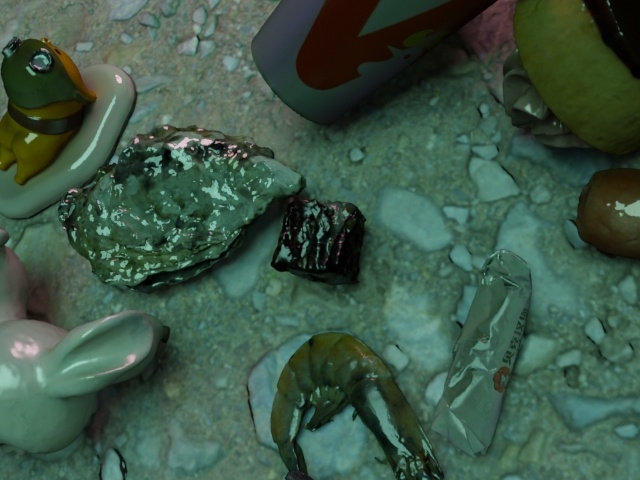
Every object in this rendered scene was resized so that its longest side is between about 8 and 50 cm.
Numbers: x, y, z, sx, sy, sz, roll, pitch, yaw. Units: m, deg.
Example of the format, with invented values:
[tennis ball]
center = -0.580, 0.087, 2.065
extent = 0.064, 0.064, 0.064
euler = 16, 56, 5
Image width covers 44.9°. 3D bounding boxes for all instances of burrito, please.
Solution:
[burrito]
center = 0.160, 0.106, 0.754
extent = 0.064, 0.064, 0.203
euler = 14, 79, 23

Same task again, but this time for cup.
[cup]
center = 0.069, -0.260, 0.810
extent = 0.288, 0.203, 0.203
euler = -38, 61, 31

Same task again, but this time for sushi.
[sushi]
center = 0.000, 0.000, 0.821
extent = 0.094, 0.098, 0.084
euler = 8, 76, 19

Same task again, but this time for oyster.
[oyster]
center = -0.165, -0.052, 0.891
extent = 0.267, 0.112, 0.198
euler = -34, 65, 2

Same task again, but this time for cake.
[cake]
center = 0.259, -0.177, 0.764
extent = 0.178, 0.185, 0.208
euler = -23, 78, 50

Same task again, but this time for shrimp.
[shrimp]
center = 0.028, 0.197, 0.776
extent = 0.150, 0.051, 0.217
euler = -42, 61, 8

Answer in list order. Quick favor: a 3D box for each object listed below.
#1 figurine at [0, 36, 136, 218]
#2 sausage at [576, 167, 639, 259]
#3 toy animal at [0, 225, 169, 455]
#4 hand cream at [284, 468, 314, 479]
[figurine]
center = -0.364, -0.152, 0.976
extent = 0.166, 0.141, 0.250
euler = 33, 85, 24
[sausage]
center = 0.444, -0.009, 0.679
extent = 0.418, 0.094, 0.094
euler = 5, 103, 20
[toy animal]
center = -0.340, 0.117, 0.850
extent = 0.310, 0.183, 0.247
euler = 34, 85, 25
[hand cream]
center = -0.071, 0.331, 0.755
extent = 0.080, 0.050, 0.234
euler = 33, 98, 27
